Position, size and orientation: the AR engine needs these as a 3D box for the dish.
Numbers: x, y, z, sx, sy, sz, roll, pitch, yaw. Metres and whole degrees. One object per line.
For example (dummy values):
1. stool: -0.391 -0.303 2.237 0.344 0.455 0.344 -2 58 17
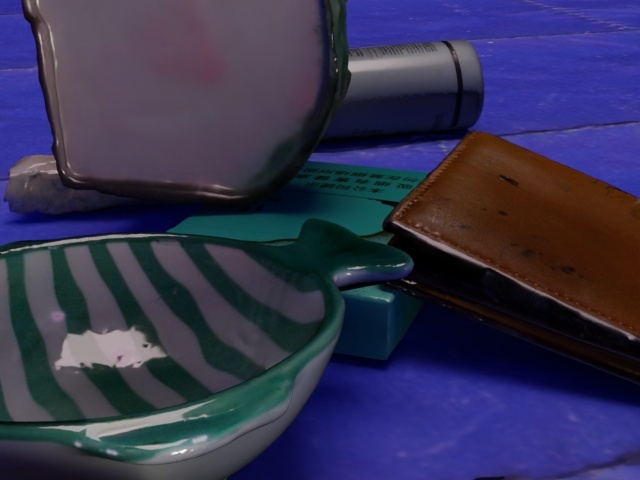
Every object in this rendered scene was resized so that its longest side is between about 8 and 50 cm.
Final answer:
1. dish: -0.076 0.058 0.425 0.246 0.078 0.224 -14 22 -32

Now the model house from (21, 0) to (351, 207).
1. model house: -0.058 -0.168 0.683 0.202 0.237 0.237 -1 20 15

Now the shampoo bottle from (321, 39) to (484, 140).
1. shampoo bottle: 0.016 -0.135 0.915 0.262 0.085 0.085 -7 22 -14

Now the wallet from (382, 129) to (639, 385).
1. wallet: 0.140 0.014 0.544 0.195 0.042 0.161 25 33 13

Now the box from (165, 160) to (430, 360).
1. box: 0.000 0.000 0.624 0.160 0.042 0.226 6 22 20

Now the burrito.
1. burrito: -0.159 -0.043 0.740 0.149 0.041 0.055 -3 25 -13
